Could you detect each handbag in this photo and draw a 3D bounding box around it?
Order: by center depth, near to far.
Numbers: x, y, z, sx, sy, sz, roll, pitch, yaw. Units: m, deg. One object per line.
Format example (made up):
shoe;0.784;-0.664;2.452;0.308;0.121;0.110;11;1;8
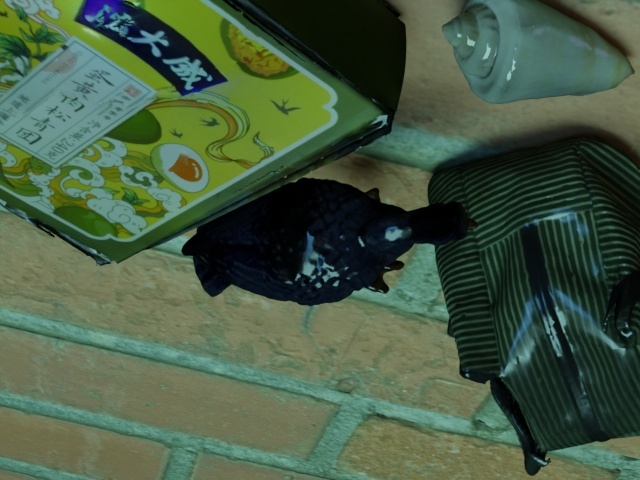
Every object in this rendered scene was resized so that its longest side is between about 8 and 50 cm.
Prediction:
handbag;0.255;0.078;1.146;0.247;0.240;0.341;-13;138;24

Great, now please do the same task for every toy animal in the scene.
toy animal;0.000;0.000;1.074;0.298;0.122;0.185;-1;-177;16

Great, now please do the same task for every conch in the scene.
conch;0.183;-0.165;0.974;0.176;0.094;0.104;-4;138;-28

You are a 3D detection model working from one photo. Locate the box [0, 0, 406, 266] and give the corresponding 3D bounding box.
box;-0.198;-0.169;0.991;0.420;0.138;0.373;-24;133;40
